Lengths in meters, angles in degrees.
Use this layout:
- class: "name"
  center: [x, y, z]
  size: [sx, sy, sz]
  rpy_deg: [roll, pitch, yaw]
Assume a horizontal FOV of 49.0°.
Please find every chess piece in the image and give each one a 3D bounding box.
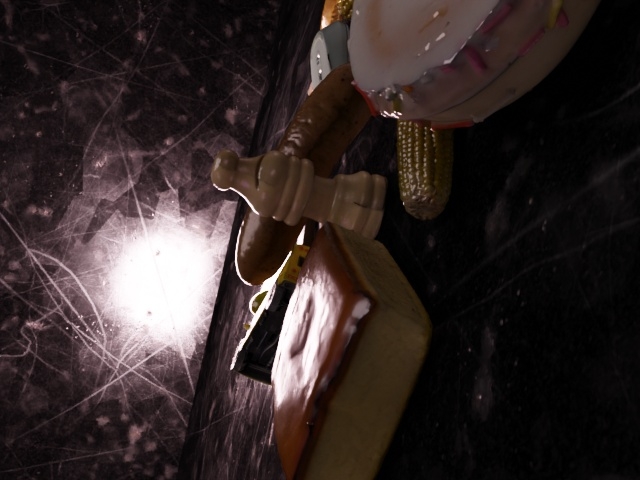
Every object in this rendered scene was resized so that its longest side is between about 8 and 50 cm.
- class: "chess piece"
  center: [-0.046, -0.082, 1.251]
  size: [0.139, 0.307, 0.124]
  rpy_deg: [123, 157, -49]

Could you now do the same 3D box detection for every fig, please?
- class: "fig"
  center: [-0.147, 0.168, 1.877]
  size: [0.088, 0.074, 0.074]
  rpy_deg: [-54, 16, 1]

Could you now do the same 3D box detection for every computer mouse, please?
- class: "computer mouse"
  center: [0.045, -0.345, 1.566]
  size: [0.159, 0.096, 0.289]
  rpy_deg: [139, 125, -67]

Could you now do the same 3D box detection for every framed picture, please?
- class: "framed picture"
  center: [-0.040, -0.001, 1.525]
  size: [0.128, 0.023, 0.169]
  rpy_deg: [157, 123, -74]

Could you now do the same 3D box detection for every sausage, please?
- class: "sausage"
  center: [-0.040, -0.138, 1.407]
  size: [0.123, 0.136, 0.501]
  rpy_deg: [30, 91, 41]

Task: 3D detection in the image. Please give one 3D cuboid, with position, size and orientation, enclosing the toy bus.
- class: "toy bus"
  center: [-0.068, 0.165, 1.438]
  size: [0.152, 0.144, 0.330]
  rpy_deg: [-79, 15, -46]

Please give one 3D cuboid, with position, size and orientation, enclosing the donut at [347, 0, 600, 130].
- class: "donut"
  center: [0.180, -0.302, 0.818]
  size: [0.382, 0.142, 0.383]
  rpy_deg: [-37, 44, 45]

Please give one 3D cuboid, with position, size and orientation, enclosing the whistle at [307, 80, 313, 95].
- class: "whistle"
  center: [0.012, -0.457, 1.860]
  size: [0.220, 0.057, 0.107]
  rpy_deg: [124, 154, -58]

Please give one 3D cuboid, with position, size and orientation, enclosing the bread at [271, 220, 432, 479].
- class: "bread"
  center: [0.030, 0.172, 1.078]
  size: [0.333, 0.143, 0.324]
  rpy_deg: [-116, 43, -68]

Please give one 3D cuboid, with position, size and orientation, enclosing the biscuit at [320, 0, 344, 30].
- class: "biscuit"
  center: [0.053, -0.597, 1.727]
  size: [0.309, 0.040, 0.205]
  rpy_deg: [-63, -7, -70]

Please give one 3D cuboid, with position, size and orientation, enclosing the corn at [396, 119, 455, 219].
- class: "corn"
  center: [0.156, -0.184, 1.031]
  size: [0.097, 0.096, 0.320]
  rpy_deg: [132, 147, -61]

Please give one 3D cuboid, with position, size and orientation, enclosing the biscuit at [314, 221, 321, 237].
- class: "biscuit"
  center: [0.000, 0.000, 1.522]
  size: [0.181, 0.049, 0.208]
  rpy_deg: [-94, 21, -46]

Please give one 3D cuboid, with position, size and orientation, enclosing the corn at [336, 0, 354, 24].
- class: "corn"
  center: [0.120, -0.596, 1.489]
  size: [0.305, 0.106, 0.106]
  rpy_deg: [122, 157, -48]
